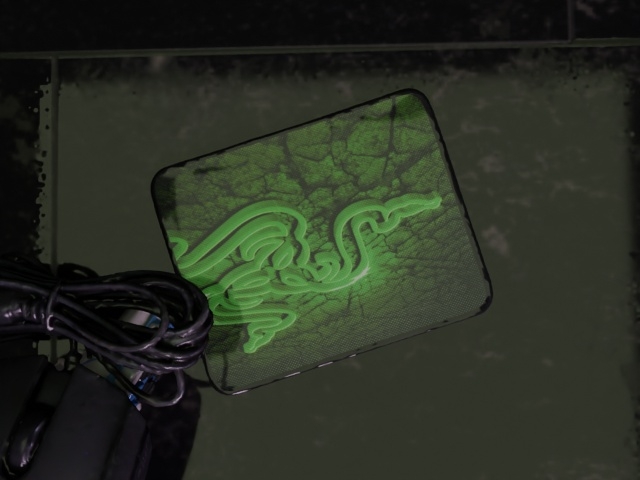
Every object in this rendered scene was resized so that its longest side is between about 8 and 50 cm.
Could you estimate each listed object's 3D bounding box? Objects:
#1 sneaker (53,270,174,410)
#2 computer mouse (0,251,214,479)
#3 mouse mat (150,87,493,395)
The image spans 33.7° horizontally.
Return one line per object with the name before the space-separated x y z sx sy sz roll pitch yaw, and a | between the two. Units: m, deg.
sneaker | -0.153 0.093 0.638 0.083 0.071 0.191 32 87 10
computer mouse | -0.169 0.143 0.572 0.188 0.072 0.272 7 88 16
mouse mat | 0.000 0.000 0.669 0.189 0.007 0.153 -19 85 1
